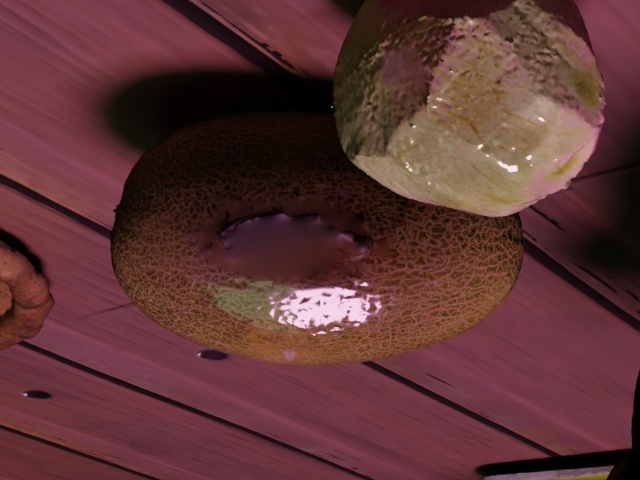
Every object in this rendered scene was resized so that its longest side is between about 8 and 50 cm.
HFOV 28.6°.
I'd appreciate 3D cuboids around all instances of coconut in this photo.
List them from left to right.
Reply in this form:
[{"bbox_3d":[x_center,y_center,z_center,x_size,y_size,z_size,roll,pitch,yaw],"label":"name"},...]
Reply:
[{"bbox_3d":[0.052,-0.047,0.407,0.081,0.083,0.082,23,-170,-33],"label":"coconut"}]

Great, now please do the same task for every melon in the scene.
[{"bbox_3d":[0.000,0.000,0.490,0.162,0.099,0.099,4,155,-4],"label":"melon"}]

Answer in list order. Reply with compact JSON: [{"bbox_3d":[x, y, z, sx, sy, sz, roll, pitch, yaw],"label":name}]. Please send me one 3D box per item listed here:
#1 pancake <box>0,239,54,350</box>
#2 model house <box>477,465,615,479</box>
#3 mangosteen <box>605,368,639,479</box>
[{"bbox_3d":[-0.237,0.020,0.662,0.199,0.021,0.199,4,154,2],"label":"pancake"},{"bbox_3d":[0.283,0.342,0.936,0.242,0.313,0.357,-15,148,31],"label":"model house"},{"bbox_3d":[0.238,0.112,0.462,0.287,0.288,0.233,5,-175,-1],"label":"mangosteen"}]
